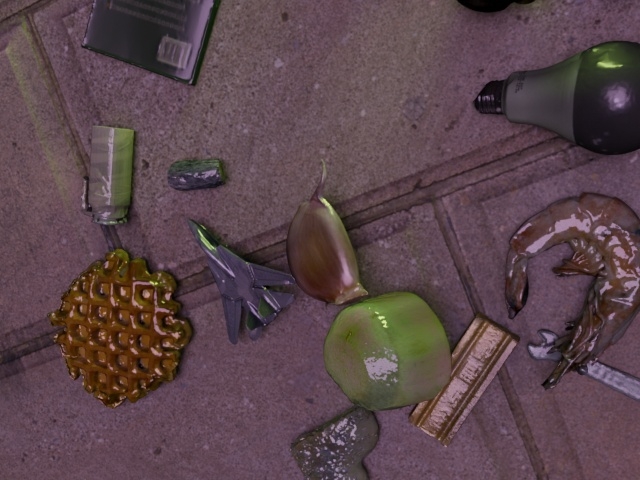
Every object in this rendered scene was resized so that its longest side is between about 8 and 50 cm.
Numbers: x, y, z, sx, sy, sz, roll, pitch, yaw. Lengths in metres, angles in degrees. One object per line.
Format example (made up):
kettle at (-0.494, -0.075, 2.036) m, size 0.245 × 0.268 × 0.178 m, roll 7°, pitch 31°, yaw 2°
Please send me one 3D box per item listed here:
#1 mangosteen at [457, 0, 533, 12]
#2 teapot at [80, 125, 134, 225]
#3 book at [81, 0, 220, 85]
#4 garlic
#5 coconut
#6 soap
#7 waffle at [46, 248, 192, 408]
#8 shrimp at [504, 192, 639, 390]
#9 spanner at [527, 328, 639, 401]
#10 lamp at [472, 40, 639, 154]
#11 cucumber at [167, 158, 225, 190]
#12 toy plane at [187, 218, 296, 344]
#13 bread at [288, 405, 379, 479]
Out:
mangosteen at (0.314, -0.469, 1.174) m, size 0.231 × 0.194 × 0.194 m, roll 19°, pitch 100°, yaw 0°
teapot at (-0.446, -0.134, 1.460) m, size 0.107 × 0.077 × 0.200 m, roll 7°, pitch 97°, yaw 18°
book at (-0.313, -0.523, 1.406) m, size 0.261 × 0.043 × 0.370 m, roll 21°, pitch 102°, yaw 10°
garlic at (-0.004, -0.003, 1.327) m, size 0.149 × 0.128 × 0.266 m, roll -21°, pitch 89°, yaw 21°
coconut at (0.126, 0.198, 1.277) m, size 0.236 × 0.236 × 0.204 m, roll -12°, pitch 85°, yaw 16°
soap at (0.266, 0.262, 1.332) m, size 0.092 × 0.037 × 0.252 m, roll 33°, pitch 103°, yaw 11°
waffle at (-0.418, 0.189, 1.489) m, size 0.325 × 0.068 × 0.302 m, roll -40°, pitch 85°, yaw 16°
shrimp at (0.437, 0.089, 1.247) m, size 0.247 × 0.085 × 0.360 m, roll 18°, pitch 93°, yaw 17°
spanner at (0.519, 0.243, 1.273) m, size 0.302 × 0.017 × 0.071 m, roll 26°, pitch 101°, yaw 11°
lamp at (0.428, -0.254, 1.190) m, size 0.314 × 0.182 × 0.181 m, roll 27°, pitch 103°, yaw 36°
cucumber at (-0.244, -0.132, 1.413) m, size 0.112 × 0.064 × 0.064 m, roll -4°, pitch 94°, yaw 15°
toy plane at (-0.172, 0.057, 1.403) m, size 0.212 × 0.088 × 0.267 m, roll -47°, pitch 71°, yaw 28°
bread at (0.021, 0.421, 1.399) m, size 0.173 × 0.064 × 0.231 m, roll 16°, pitch 98°, yaw 11°
